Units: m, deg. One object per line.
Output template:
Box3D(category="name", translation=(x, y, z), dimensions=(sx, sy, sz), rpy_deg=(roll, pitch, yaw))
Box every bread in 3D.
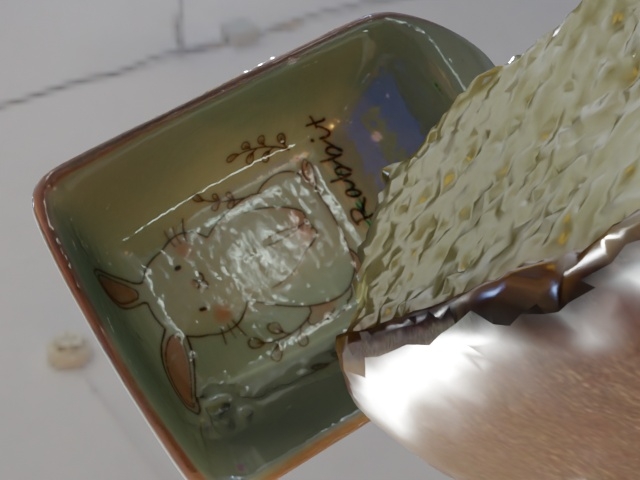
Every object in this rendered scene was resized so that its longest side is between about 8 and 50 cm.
Box3D(category="bread", translation=(0.208, 0.040, 0.461), dimensions=(0.333, 0.323, 0.143), rpy_deg=(29, -117, -14))

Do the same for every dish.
Box3D(category="dish", translation=(0.000, 0.000, 0.703), dimensions=(0.234, 0.064, 0.154), rpy_deg=(-29, -93, -24))
